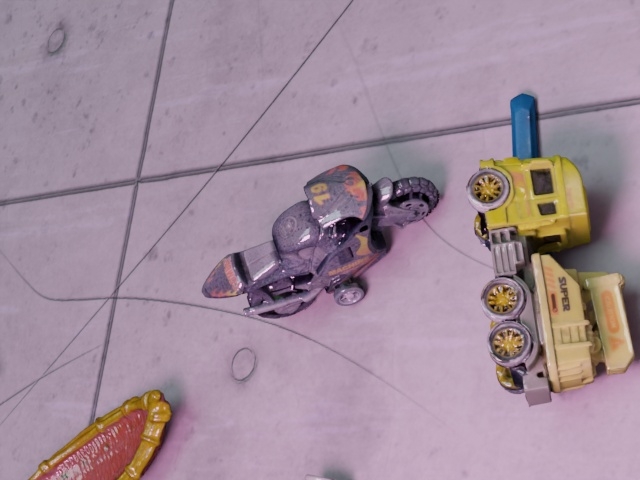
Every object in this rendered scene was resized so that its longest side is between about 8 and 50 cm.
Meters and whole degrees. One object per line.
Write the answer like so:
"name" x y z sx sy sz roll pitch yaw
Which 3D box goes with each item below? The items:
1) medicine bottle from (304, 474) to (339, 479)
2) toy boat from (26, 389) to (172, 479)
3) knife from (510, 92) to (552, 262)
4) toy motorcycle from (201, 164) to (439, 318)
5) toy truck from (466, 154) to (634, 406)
"medicine bottle" -0.001 0.333 1.839 0.057 0.057 0.089 2 73 44
"toy boat" -0.308 0.307 2.120 0.318 0.099 0.141 -35 51 25
"knife" 0.249 -0.044 1.786 0.044 0.026 0.297 -9 63 20
"toy motorcycle" 0.000 0.000 1.899 0.307 0.173 0.108 -37 52 25
"toy truck" 0.253 0.039 1.663 0.157 0.124 0.272 -9 66 8
